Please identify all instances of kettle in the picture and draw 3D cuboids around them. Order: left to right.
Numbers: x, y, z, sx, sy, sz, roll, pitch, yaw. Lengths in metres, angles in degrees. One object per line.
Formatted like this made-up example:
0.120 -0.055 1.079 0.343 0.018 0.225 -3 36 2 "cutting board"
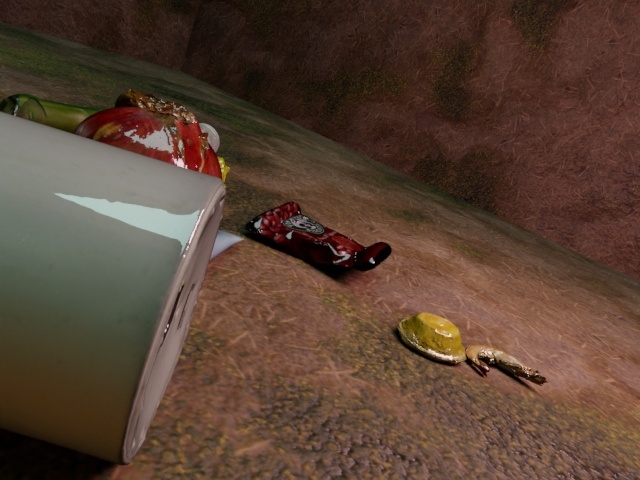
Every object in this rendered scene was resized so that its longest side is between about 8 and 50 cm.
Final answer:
-0.243 -0.005 0.399 0.318 0.205 0.265 16 30 -7 "kettle"

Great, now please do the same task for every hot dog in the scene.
-0.413 -0.307 1.365 0.227 0.099 0.160 34 21 30 "hot dog"

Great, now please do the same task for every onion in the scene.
-0.276 -0.138 0.910 0.248 0.161 0.248 15 -4 1 "onion"

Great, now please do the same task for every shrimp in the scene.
0.252 0.177 0.763 0.114 0.023 0.083 25 19 32 "shrimp"

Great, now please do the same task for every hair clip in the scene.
-0.213 -0.142 1.123 0.046 0.072 0.173 5 16 -15 "hair clip"

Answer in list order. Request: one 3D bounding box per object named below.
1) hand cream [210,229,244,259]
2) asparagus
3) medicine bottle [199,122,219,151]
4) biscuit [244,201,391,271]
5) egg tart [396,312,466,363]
-0.176 0.005 0.709 0.111 0.070 0.312 16 13 -2 "hand cream"
-0.475 -0.224 1.044 0.085 0.082 0.343 21 15 12 "asparagus"
-0.285 -0.213 1.235 0.086 0.086 0.183 20 16 -4 "medicine bottle"
0.003 -0.001 0.949 0.235 0.063 0.151 24 16 18 "biscuit"
0.158 0.131 0.765 0.105 0.039 0.105 18 18 -6 "egg tart"
